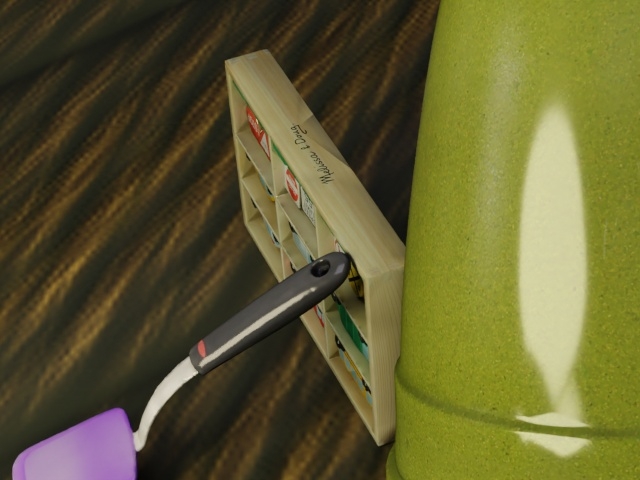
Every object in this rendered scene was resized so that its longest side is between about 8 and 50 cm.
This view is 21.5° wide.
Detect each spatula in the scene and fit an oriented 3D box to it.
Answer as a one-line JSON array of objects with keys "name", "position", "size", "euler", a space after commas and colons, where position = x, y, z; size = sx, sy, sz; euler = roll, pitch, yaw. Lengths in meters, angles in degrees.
[{"name": "spatula", "position": [-0.094, 0.098, 1.124], "size": [0.296, 0.030, 0.084], "euler": [-39, 39, 19]}]

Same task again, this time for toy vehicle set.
[{"name": "toy vehicle set", "position": [0.000, 0.000, 1.219], "size": [0.035, 0.166, 0.267], "euler": [-18, 43, -14]}]

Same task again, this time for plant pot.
[{"name": "plant pot", "position": [0.207, -0.040, 1.001], "size": [0.367, 0.352, 0.366], "euler": [-5, 11, 1]}]
